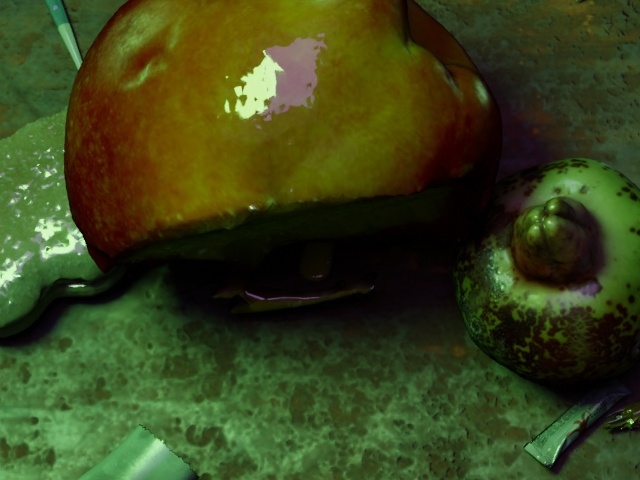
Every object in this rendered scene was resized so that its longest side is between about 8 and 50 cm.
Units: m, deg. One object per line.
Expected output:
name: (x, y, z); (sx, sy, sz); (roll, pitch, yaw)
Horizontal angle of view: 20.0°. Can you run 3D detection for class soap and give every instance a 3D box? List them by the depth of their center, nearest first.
soap: (0.000, 0.000, 1.799); (0.034, 0.012, 0.089); (7, 68, 13)

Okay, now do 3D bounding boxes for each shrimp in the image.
shrimp: (0.320, 0.174, 1.667); (0.114, 0.023, 0.083); (-15, 68, -2)

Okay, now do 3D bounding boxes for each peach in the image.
peach: (-0.035, -0.118, 1.655); (0.406, 0.335, 0.310); (-15, 72, 29)

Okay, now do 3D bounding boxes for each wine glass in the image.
wine glass: (-0.205, 0.266, 1.673); (0.093, 0.093, 0.202); (39, 77, 22)

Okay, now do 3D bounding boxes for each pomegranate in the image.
pomegranate: (0.217, 0.021, 1.628); (0.214, 0.248, 0.214); (-3, 73, 10)

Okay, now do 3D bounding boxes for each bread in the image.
bread: (-0.292, -0.009, 1.806); (0.337, 0.102, 0.183); (-27, 69, -5)

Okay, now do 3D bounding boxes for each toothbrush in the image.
toothbrush: (-0.283, -0.246, 1.946); (0.019, 0.025, 0.275); (-24, 65, -1)

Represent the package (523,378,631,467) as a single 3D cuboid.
package: (0.239, 0.166, 1.683); (0.110, 0.015, 0.037); (-41, 45, -8)
